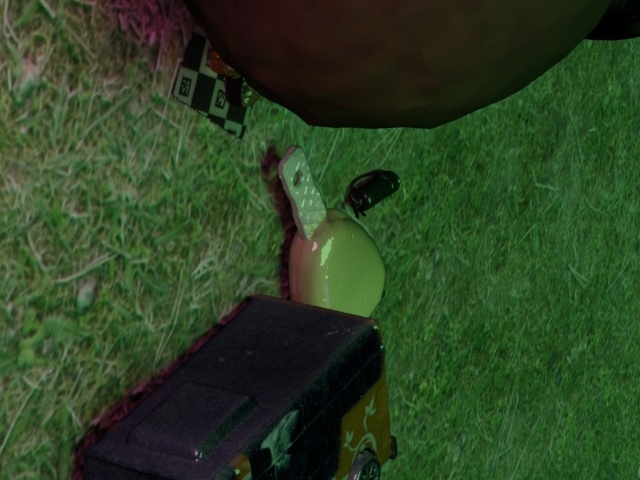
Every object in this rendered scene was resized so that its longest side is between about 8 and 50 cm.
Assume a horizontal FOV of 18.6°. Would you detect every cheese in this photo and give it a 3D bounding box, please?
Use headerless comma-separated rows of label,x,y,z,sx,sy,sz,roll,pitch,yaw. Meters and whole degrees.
cheese,0.000,0.000,1.947,0.127,0.054,0.251,-57,145,-31

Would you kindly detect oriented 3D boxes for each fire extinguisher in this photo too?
fire extinguisher,0.052,-0.052,2.049,0.038,0.025,0.083,58,39,-3

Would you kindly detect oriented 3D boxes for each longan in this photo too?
longan,0.075,-0.303,1.601,0.436,0.404,0.404,-40,135,-42

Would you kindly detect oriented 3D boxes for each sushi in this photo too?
sushi,-0.059,-0.201,1.772,0.139,0.031,0.201,30,75,-60

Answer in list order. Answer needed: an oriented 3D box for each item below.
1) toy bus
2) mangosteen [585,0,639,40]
toy bus,-0.069,0.201,1.801,0.323,0.162,0.194,-42,136,-49
mangosteen,0.310,-0.347,2.138,0.288,0.288,0.288,-34,130,-52
